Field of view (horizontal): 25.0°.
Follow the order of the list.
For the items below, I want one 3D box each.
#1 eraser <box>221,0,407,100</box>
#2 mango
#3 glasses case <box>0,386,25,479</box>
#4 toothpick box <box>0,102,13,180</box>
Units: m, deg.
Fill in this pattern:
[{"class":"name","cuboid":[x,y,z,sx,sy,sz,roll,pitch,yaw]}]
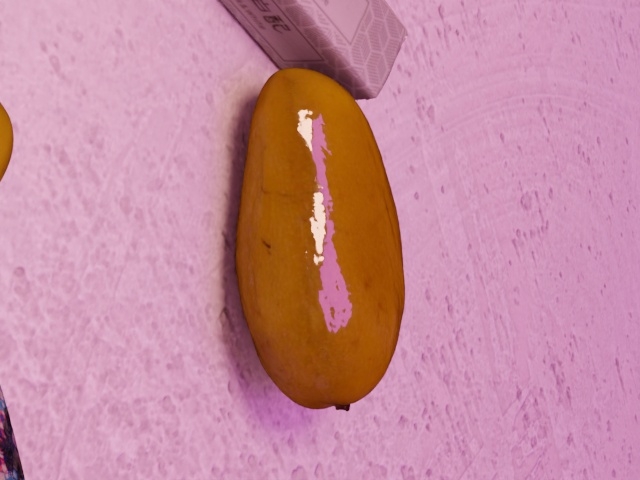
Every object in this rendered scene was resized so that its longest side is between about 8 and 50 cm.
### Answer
[{"class":"eraser","cuboid":[-0.059,-0.277,1.331,0.404,0.098,0.096,44,59,-46]},{"class":"mango","cuboid":[0.004,0.002,1.415,0.195,0.142,0.332,0,91,-58]},{"class":"glasses case","cuboid":[-0.269,0.206,1.064,0.125,0.076,0.328,-1,77,-67]},{"class":"toothpick box","cuboid":[-0.335,-0.120,0.919,0.175,0.175,0.271,-57,132,-32]}]
